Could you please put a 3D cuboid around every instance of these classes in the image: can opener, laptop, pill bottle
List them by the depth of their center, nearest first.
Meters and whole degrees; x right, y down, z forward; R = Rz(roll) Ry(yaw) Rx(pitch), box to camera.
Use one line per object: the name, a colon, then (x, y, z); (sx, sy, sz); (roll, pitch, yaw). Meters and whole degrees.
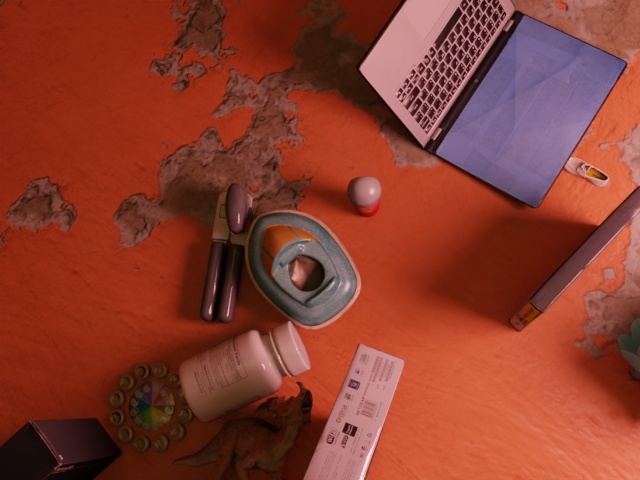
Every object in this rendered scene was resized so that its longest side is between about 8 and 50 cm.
pill bottle: (-0.143, 0.247, 1.290); (0.229, 0.131, 0.131); (-25, 75, 3)
laptop: (0.353, -0.349, 1.332); (0.236, 0.408, 0.382); (24, 77, 50)
can opener: (-0.198, 0.024, 1.374); (0.075, 0.095, 0.284); (6, 77, 9)

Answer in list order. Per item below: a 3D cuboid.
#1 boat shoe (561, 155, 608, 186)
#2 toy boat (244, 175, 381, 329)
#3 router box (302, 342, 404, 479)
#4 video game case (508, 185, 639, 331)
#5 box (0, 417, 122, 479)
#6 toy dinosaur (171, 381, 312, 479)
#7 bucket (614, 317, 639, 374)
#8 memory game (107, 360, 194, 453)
boat shoe: (0.538, -0.144, 1.360); (0.100, 0.035, 0.035); (35, 83, 13)
toy boat: (0.000, 0.000, 1.330); (0.318, 0.148, 0.267); (-45, 76, -5)
router box: (0.030, 0.389, 1.093); (0.082, 0.301, 0.335); (19, 51, 11)
video game case: (0.459, 0.043, 1.213); (0.275, 0.248, 0.035); (-45, 74, -5)
box: (-0.508, 0.424, 1.227); (0.184, 0.261, 0.103); (-40, 75, -4)
toy dinosaur: (-0.129, 0.379, 1.274); (0.295, 0.127, 0.200); (-8, 64, 21)
bucket: (0.677, 0.186, 1.150); (0.281, 0.281, 0.183); (-36, 80, -3)
memory game: (-0.344, 0.337, 1.358); (0.186, 0.012, 0.186); (-2, 76, 6)
